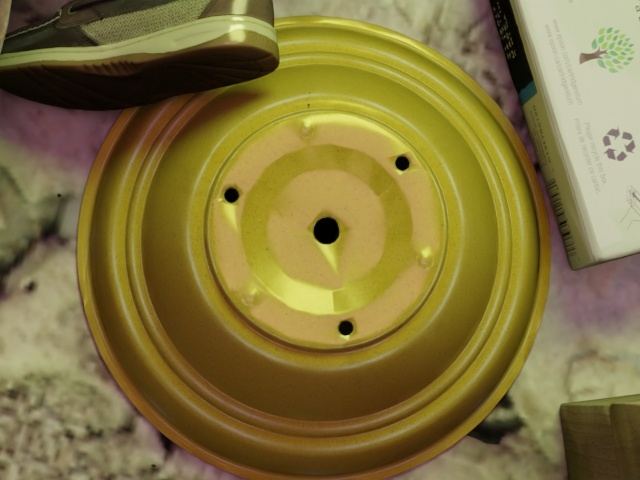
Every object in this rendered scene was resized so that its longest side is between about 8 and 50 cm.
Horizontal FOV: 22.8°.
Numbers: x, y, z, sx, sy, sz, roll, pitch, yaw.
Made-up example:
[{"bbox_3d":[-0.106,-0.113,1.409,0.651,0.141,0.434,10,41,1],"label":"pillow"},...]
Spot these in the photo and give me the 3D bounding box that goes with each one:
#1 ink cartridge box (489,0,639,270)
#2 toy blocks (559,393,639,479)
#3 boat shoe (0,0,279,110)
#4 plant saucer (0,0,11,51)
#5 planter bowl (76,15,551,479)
[{"bbox_3d":[0.250,-0.109,0.718,0.332,0.065,0.165,-15,85,-3],"label":"ink cartridge box"},{"bbox_3d":[0.263,0.092,0.599,0.381,0.261,0.191,-6,85,-4],"label":"toy blocks"},{"bbox_3d":[-0.080,-0.088,0.678,0.152,0.056,0.049,-2,73,31],"label":"boat shoe"},{"bbox_3d":[-0.264,-0.109,0.547,0.310,0.050,0.311,-7,120,-12],"label":"plant saucer"},{"bbox_3d":[0.000,0.000,0.679,0.217,0.090,0.217,0,85,-3],"label":"planter bowl"}]
